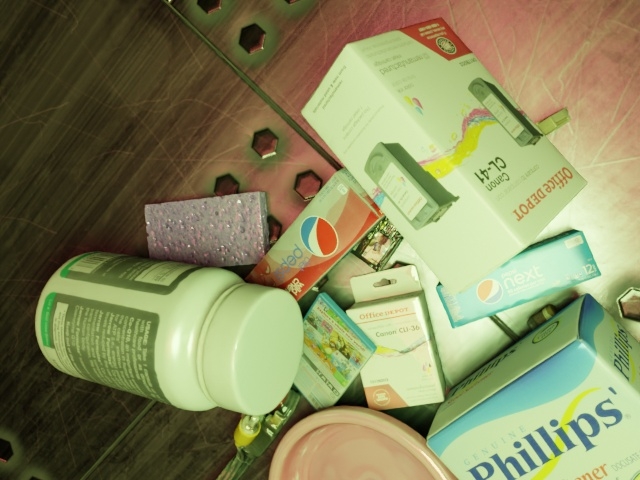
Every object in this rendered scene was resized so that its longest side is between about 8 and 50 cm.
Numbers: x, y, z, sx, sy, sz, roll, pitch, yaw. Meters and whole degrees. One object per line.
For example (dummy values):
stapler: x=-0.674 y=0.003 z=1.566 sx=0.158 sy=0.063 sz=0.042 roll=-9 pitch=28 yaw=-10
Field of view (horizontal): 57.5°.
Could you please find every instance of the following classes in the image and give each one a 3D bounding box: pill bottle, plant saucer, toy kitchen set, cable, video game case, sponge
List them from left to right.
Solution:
pill bottle: x=-0.222 y=0.132 z=0.861 sx=0.361 sy=0.204 sz=0.204 roll=6 pitch=97 yaw=29
sponge: x=-0.188 y=-0.012 z=0.966 sx=0.210 sy=0.031 sz=0.117 roll=-5 pitch=93 yaw=16
cable: x=-0.123 y=0.323 z=0.949 sx=0.072 sy=0.139 sz=0.287 roll=38 pitch=123 yaw=5
video game case: x=0.005 y=0.177 z=0.897 sx=0.119 sy=0.015 sz=0.166 roll=46 pitch=124 yaw=23
plant saucer: x=0.076 y=0.402 z=0.872 sx=0.332 sy=0.084 sz=0.332 roll=5 pitch=99 yaw=31
toy kitchen set: x=0.325 y=-0.134 z=0.803 sx=0.068 sy=0.083 sz=0.075 roll=-30 pitch=86 yaw=-26

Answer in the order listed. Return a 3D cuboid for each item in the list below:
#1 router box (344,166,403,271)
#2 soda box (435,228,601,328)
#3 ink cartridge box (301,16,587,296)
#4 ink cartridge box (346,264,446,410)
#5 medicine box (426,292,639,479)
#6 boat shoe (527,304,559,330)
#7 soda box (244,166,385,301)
router box: x=0.086 y=-0.063 z=0.880 sx=0.133 sy=0.046 sz=0.179 roll=36 pitch=103 yaw=10
soda box: x=0.274 y=0.054 z=0.827 sx=0.210 sy=0.071 sz=0.067 roll=-23 pitch=88 yaw=16
ink cartridge box: x=0.161 y=-0.119 z=0.748 sx=0.306 sy=0.226 sz=0.131 roll=50 pitch=137 yaw=9
ink cartridge box: x=0.110 y=0.145 z=0.881 sx=0.115 sy=0.067 sz=0.198 roll=-14 pitch=91 yaw=17
medicine box: x=0.338 y=0.267 z=0.753 sx=0.289 sy=0.149 sz=0.263 roll=45 pitch=121 yaw=5
boat shoe: x=0.351 y=0.164 z=0.830 sx=0.049 sy=0.056 sz=0.152 roll=-34 pitch=84 yaw=28
soda box: x=0.000 y=0.000 z=0.832 sx=0.083 sy=0.092 sz=0.263 roll=46 pitch=131 yaw=4
